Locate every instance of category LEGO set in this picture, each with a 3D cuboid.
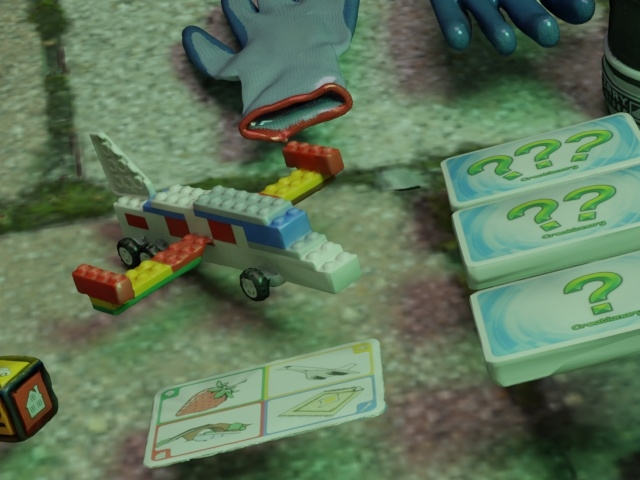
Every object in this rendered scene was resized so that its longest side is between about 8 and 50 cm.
[{"bbox_3d":[0.000,0.000,0.553,0.244,0.060,0.182,-14,23,6],"label":"LEGO set"}]

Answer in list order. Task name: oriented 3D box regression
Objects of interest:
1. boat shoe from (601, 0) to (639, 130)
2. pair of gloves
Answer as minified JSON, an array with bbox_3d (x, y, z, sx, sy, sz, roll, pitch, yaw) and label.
[{"bbox_3d":[0.259,-0.134,0.699,0.306,0.105,0.113,-14,37,-12],"label":"boat shoe"},{"bbox_3d":[0.035,-0.105,0.728,0.198,0.023,0.159,-18,33,2],"label":"pair of gloves"}]
